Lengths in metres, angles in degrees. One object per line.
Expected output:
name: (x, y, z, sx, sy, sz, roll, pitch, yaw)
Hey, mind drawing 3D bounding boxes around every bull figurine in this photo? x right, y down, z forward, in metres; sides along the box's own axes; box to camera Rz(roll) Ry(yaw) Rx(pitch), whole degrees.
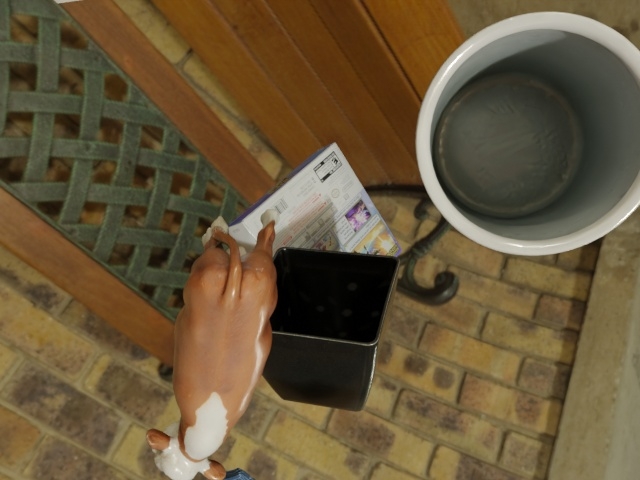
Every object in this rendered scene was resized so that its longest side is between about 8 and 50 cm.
bull figurine: (-0.110, 0.112, 0.643, 0.101, 0.188, 0.311, 15, 124, -12)

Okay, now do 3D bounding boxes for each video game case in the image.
video game case: (0.000, 0.000, 1.047, 0.061, 0.269, 0.244, -17, 111, 49)

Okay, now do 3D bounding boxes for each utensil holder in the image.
utensil holder: (0.329, -0.160, 0.993, 0.327, 0.328, 0.385, 24, -170, 8)

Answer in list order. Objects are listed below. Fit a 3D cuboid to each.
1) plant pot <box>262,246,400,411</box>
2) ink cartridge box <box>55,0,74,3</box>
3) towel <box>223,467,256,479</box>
plant pot: (0.007, 0.135, 0.863, 0.187, 0.187, 0.167, 5, 125, 15)
ink cartridge box: (-0.228, -0.399, 0.614, 0.171, 0.168, 0.233, -10, 150, -8)
towel: (-0.181, 0.558, 1.368, 0.067, 0.029, 0.119, -20, 133, 15)
